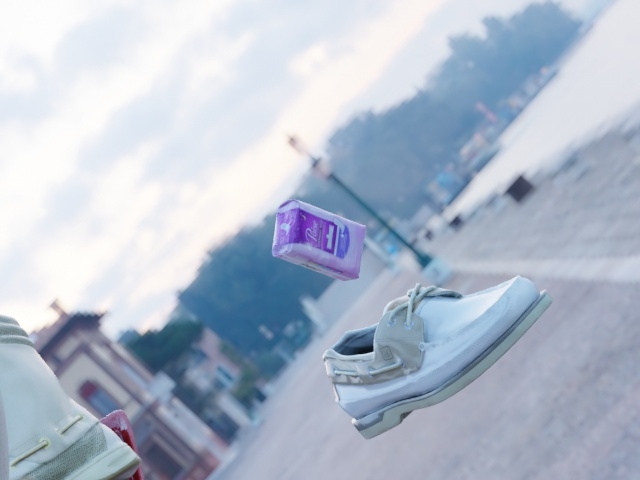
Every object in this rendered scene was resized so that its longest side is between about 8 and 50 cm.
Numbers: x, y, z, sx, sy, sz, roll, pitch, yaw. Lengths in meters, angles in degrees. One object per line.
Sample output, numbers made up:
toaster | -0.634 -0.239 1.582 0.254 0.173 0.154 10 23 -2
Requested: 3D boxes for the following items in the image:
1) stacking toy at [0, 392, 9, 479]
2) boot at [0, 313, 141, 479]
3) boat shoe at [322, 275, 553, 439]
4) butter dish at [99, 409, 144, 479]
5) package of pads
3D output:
stacking toy | -0.448 0.148 0.870 0.350 0.479 0.351 11 -90 -74
boot | -0.297 0.167 1.345 0.095 0.203 0.262 -50 -16 32
boat shoe | 0.102 0.102 1.567 0.302 0.103 0.113 -38 0 45
butter dish | -0.253 0.259 1.535 0.118 0.160 0.160 15 -42 -45
package of pads | 0.000 0.000 1.365 0.032 0.083 0.050 -17 60 49
